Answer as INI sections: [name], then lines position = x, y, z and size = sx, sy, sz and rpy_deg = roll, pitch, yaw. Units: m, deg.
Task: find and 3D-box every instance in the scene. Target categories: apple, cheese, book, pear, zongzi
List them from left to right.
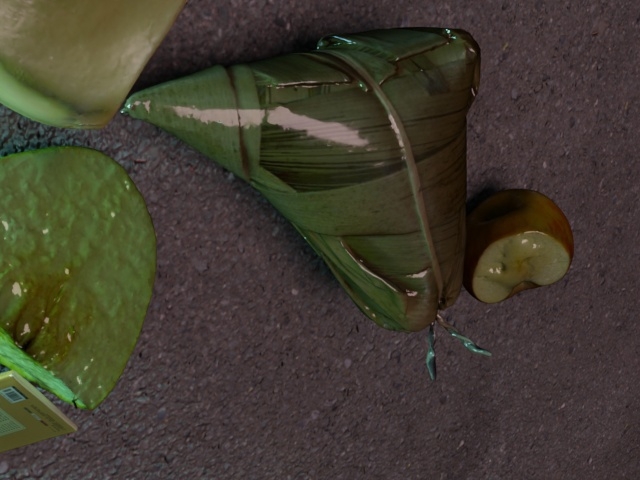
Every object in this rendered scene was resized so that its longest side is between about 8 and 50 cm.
[book]
position = -0.375, 0.201, 0.987
size = 0.172, 0.012, 0.118
rpy_deg = -18, 132, 16
[cheese]
position = -0.280, -0.264, 0.853
size = 0.316, 0.128, 0.260
rpy_deg = 31, 90, -42
[pear]
position = -0.302, 0.008, 0.962
size = 0.239, 0.139, 0.288
rpy_deg = -56, 132, -25
[zongzi]
position = -0.013, -0.007, 1.145
size = 0.467, 0.218, 0.500
rpy_deg = -17, 118, -26
[apple]
position = 0.314, 0.011, 1.448
size = 0.195, 0.160, 0.173
rpy_deg = -20, 114, 15
